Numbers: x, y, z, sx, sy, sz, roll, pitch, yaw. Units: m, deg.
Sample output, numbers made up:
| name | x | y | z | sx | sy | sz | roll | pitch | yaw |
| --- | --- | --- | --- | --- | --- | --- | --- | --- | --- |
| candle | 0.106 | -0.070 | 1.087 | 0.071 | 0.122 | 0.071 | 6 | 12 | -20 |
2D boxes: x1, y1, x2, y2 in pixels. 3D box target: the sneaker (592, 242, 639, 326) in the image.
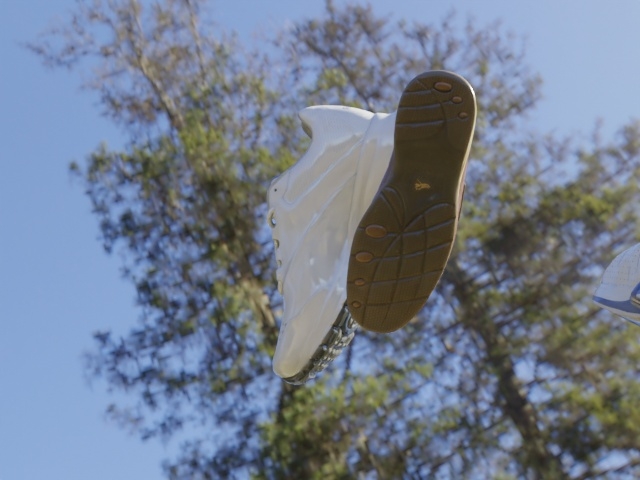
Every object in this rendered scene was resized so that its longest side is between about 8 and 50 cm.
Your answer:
| name | x | y | z | sx | sy | sz | roll | pitch | yaw |
| --- | --- | --- | --- | --- | --- | --- | --- | --- | --- |
| sneaker | 0.358 | 0.005 | 1.152 | 0.182 | 0.127 | 0.315 | -61 | -6 | -3 |

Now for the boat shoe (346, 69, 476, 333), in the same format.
| name | x | y | z | sx | sy | sz | roll | pitch | yaw |
| --- | --- | --- | --- | --- | --- | --- | --- | --- | --- |
| boat shoe | 0.067 | -0.023 | 0.843 | 0.060 | 0.064 | 0.177 | 6 | -80 | -76 |

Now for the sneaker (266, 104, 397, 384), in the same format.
| name | x | y | z | sx | sy | sz | roll | pitch | yaw |
| --- | --- | --- | --- | --- | --- | --- | --- | --- | --- |
| sneaker | 0.000 | 0.000 | 1.281 | 0.129 | 0.297 | 0.111 | 15 | -12 | 11 |
